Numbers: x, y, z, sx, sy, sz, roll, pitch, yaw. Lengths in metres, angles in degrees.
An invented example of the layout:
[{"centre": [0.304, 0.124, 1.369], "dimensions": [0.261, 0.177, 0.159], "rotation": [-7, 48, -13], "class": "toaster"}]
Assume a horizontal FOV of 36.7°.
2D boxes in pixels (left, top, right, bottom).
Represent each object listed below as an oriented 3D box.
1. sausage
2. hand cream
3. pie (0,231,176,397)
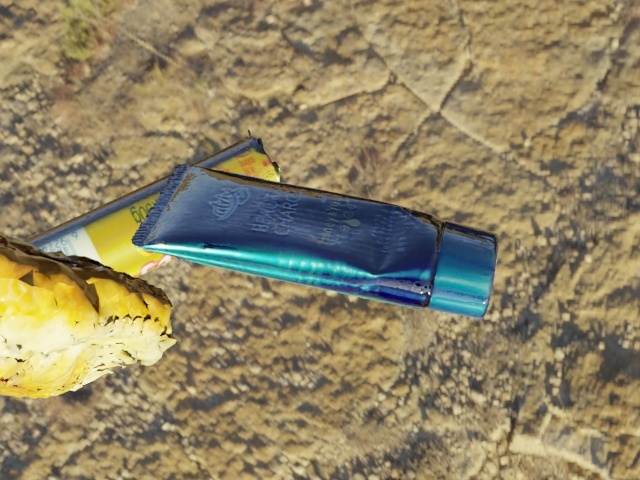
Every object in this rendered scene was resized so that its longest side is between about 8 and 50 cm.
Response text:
[{"centre": [-0.201, 0.014, 0.822], "dimensions": [0.372, 0.082, 0.082], "rotation": [-27, 55, -17], "class": "sausage"}, {"centre": [0.000, 0.000, 0.751], "dimensions": [0.271, 0.061, 0.120], "rotation": [11, 38, 6], "class": "hand cream"}, {"centre": [-0.235, 0.018, 0.467], "dimensions": [0.308, 0.308, 0.085], "rotation": [11, 79, 21], "class": "pie"}]
